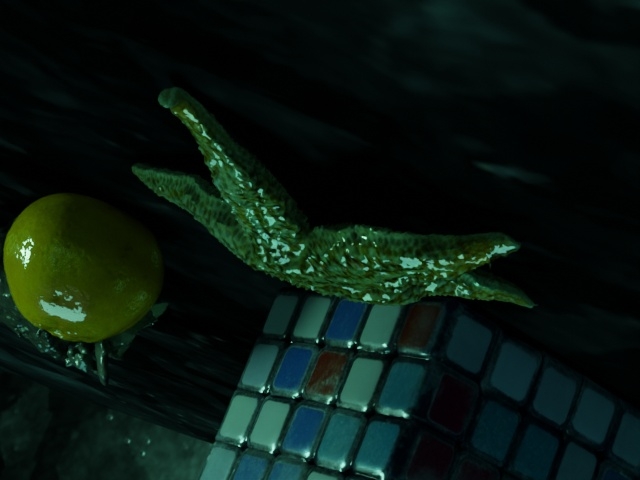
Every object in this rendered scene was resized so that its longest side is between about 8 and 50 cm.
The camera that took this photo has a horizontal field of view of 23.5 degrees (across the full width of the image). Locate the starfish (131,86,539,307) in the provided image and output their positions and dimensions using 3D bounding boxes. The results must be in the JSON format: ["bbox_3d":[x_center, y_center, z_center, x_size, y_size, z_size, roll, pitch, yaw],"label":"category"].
[{"bbox_3d":[-0.001,0.003,1.169,0.347,0.078,0.358,19,167,4],"label":"starfish"}]

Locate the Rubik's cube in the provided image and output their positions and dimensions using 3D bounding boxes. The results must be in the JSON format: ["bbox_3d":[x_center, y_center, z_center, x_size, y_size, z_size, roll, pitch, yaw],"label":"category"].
[{"bbox_3d":[0.087,0.230,1.435,0.292,0.287,0.293,31,164,-30],"label":"Rubik's cube"}]

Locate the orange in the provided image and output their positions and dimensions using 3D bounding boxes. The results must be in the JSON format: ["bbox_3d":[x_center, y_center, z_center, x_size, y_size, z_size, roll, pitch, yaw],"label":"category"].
[{"bbox_3d":[-0.231,0.029,1.491,0.159,0.136,0.159,18,168,4],"label":"orange"}]

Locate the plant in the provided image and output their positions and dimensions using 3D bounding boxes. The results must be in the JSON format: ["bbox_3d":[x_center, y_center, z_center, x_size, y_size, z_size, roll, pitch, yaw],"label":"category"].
[{"bbox_3d":[-0.281,0.068,1.714,0.203,0.142,0.131,26,151,2],"label":"plant"}]
